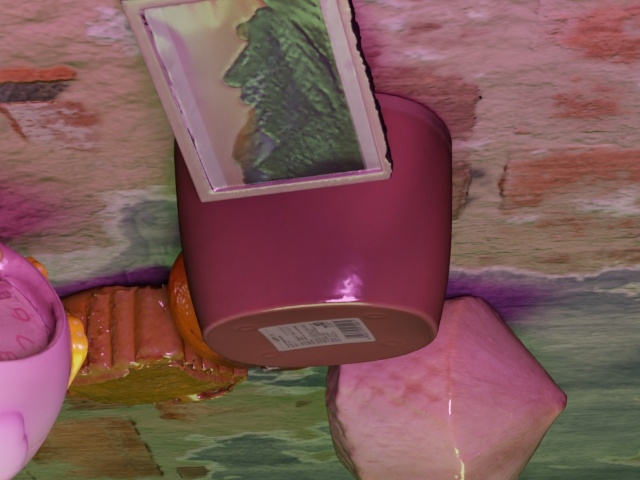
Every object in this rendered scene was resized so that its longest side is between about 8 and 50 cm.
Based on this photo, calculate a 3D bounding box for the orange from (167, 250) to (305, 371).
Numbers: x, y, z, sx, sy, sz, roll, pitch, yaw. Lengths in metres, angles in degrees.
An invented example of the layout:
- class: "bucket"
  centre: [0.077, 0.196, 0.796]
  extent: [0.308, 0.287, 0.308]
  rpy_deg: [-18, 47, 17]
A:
- class: "orange"
  centre: [-0.068, 0.071, 1.932]
  extent: [0.224, 0.170, 0.224]
  rpy_deg: [-1, 158, -1]

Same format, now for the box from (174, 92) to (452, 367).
- class: "box"
  centre: [0.000, 0.000, 1.686]
  extent: [0.301, 0.216, 0.301]
  rpy_deg: [-4, 160, -1]

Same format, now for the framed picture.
- class: "framed picture"
  centre: [-0.049, -0.135, 1.464]
  extent: [0.192, 0.018, 0.265]
  rpy_deg: [-7, 139, 10]

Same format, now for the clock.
- class: "clock"
  centre: [-0.483, 0.141, 1.796]
  extent: [0.377, 0.368, 0.250]
  rpy_deg: [5, 124, -43]

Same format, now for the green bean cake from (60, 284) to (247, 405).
- class: "green bean cake"
  centre: [-0.234, 0.136, 2.157]
  extent: [0.224, 0.131, 0.230]
  rpy_deg: [-10, 162, 28]

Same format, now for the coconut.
- class: "coconut"
  centre: [0.174, 0.218, 2.211]
  extent: [0.329, 0.328, 0.329]
  rpy_deg: [-2, 160, -1]
